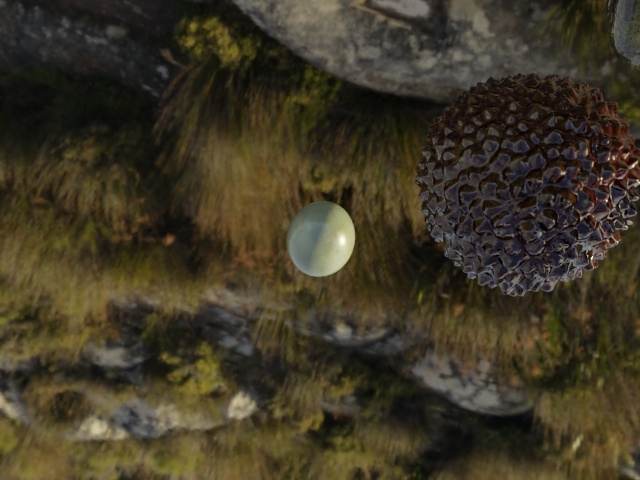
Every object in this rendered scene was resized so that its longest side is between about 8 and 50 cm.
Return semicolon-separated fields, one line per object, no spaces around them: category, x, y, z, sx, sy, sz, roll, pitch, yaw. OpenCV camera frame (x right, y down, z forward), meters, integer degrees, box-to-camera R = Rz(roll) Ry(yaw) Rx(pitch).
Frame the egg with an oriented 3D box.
egg;0.000;0.000;1.387;0.114;0.114;0.152;15;141;4

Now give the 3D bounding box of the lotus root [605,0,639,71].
lotus root;0.306;-0.235;0.759;0.080;0.089;0.179;18;136;18

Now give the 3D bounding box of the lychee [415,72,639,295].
lychee;0.277;-0.082;1.106;0.306;0.306;0.330;21;180;-9
